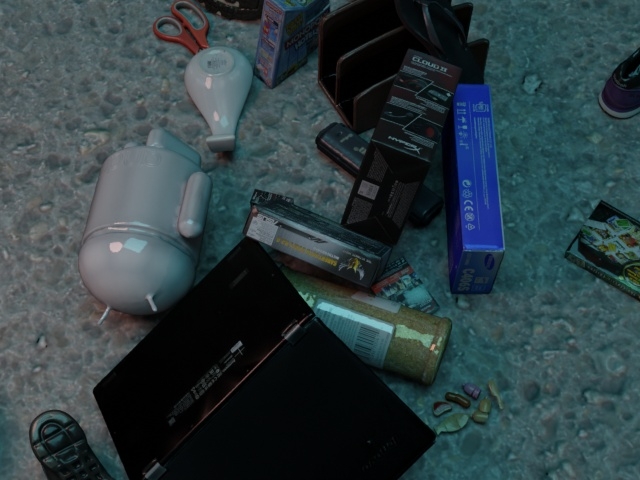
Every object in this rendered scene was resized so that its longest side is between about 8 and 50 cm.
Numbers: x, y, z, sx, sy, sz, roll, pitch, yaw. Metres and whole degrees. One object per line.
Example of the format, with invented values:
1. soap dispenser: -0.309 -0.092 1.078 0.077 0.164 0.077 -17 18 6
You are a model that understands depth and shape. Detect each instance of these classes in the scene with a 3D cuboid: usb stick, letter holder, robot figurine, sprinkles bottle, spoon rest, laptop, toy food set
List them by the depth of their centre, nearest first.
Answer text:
1. laptop: -0.106 0.274 1.659 0.382 0.236 0.408 -44 40 2
2. toy food set: 0.240 0.277 1.738 0.122 0.019 0.078 -17 61 -1
3. sprinkles bottle: 0.039 0.135 1.758 0.355 0.121 0.121 18 62 9
4. robot figurine: -0.302 -0.020 1.794 0.300 0.199 0.354 -25 46 38
5. usb stick: 0.109 -0.126 1.948 0.278 0.045 0.077 39 65 20
6. letter holder: 0.161 -0.372 1.990 0.301 0.214 0.152 -25 64 -14
7. spoon rest: -0.196 -0.272 2.016 0.137 0.084 0.276 -5 53 -1

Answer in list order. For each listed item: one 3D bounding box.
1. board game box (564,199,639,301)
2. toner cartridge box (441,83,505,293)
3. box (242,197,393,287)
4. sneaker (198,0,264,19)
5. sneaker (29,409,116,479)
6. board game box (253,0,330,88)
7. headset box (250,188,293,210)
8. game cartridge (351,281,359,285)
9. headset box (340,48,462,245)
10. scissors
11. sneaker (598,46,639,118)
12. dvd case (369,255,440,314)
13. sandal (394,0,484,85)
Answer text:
1. board game box: 0.583 0.043 1.864 0.259 0.030 0.136 33 63 17
2. toner cartridge box: 0.269 -0.095 1.863 0.075 0.165 0.348 0 61 0
3. box: 0.000 0.000 1.762 0.231 0.183 0.056 23 99 7
4. sneaker: -0.228 -0.627 2.187 0.410 0.158 0.182 43 51 16
5. sneaker: -0.367 0.388 1.634 0.101 0.106 0.267 -25 84 -19
6. board game box: -0.048 -0.424 2.031 0.194 0.194 0.060 -41 68 -20
7. headset box: -0.084 -0.057 1.899 0.083 0.062 0.032 15 61 8
8. game cartridge: 0.058 0.044 1.861 0.056 0.017 0.083 -41 58 -19
9. headset box: 0.146 -0.175 1.820 0.110 0.218 0.293 21 47 2
10. scissors: -0.226 -0.382 2.106 0.109 0.021 0.297 -37 66 -18
11. sneaker: 0.675 -0.351 2.030 0.283 0.124 0.107 -37 67 -19
12. dvd case: 0.143 0.094 1.843 0.087 0.013 0.119 -28 63 -15
13. sandal: 0.229 -0.380 1.918 0.097 0.054 0.254 -37 99 -15
